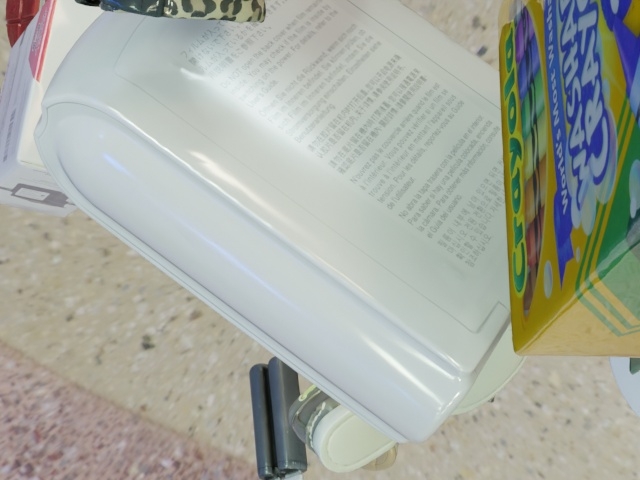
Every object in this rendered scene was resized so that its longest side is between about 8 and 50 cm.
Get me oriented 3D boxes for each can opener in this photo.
[{"bbox_3d":[-0.068,0.290,1.629,0.076,0.095,0.283,-26,60,36],"label":"can opener"}]

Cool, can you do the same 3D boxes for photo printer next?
[{"bbox_3d":[-0.001,-0.055,0.753,0.308,0.107,0.256,36,47,4],"label":"photo printer"}]

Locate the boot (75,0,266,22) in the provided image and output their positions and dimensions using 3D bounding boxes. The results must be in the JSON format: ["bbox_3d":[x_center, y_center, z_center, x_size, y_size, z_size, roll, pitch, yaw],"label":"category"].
[{"bbox_3d":[-0.103,-0.195,0.560,0.236,0.085,0.178,-2,107,-39],"label":"boot"}]

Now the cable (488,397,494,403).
[{"bbox_3d":[0.252,0.116,1.776,0.140,0.072,0.287,9,107,-34],"label":"cable"}]

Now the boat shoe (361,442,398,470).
[{"bbox_3d":[0.051,0.202,1.809,0.103,0.092,0.285,-16,106,21],"label":"boat shoe"}]

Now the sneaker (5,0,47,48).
[{"bbox_3d":[-0.313,-0.326,1.517,0.128,0.087,0.221,3,96,-40],"label":"sneaker"}]

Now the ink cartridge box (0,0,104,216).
[{"bbox_3d":[-0.262,-0.128,1.224,0.100,0.237,0.171,14,79,-22],"label":"ink cartridge box"}]

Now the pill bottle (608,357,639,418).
[{"bbox_3d":[0.404,0.050,1.056,0.319,0.176,0.176,-28,90,-28],"label":"pill bottle"}]

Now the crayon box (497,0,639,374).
[{"bbox_3d":[0.142,-0.065,0.553,0.083,0.323,0.203,0,73,-2],"label":"crayon box"}]

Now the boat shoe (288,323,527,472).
[{"bbox_3d":[0.106,0.157,1.396,0.305,0.091,0.109,-24,122,-23],"label":"boat shoe"}]
